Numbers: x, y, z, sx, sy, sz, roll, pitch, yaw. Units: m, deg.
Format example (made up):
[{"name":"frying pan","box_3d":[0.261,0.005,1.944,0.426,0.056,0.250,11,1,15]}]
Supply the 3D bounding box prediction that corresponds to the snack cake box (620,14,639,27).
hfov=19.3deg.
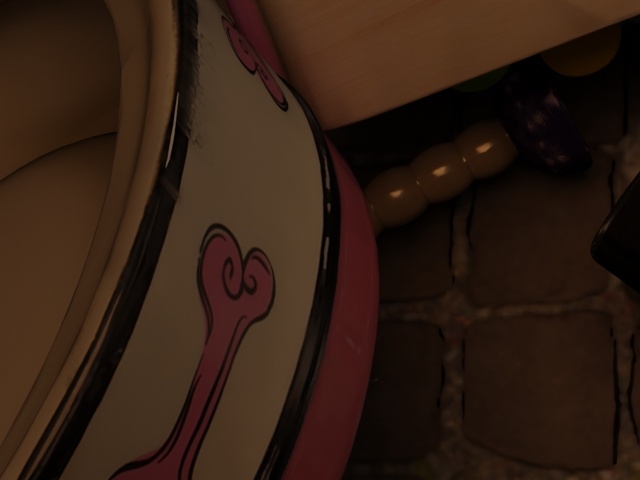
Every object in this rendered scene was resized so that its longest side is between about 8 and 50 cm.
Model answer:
[{"name":"snack cake box","box_3d":[0.132,-0.192,0.966,0.264,0.089,0.152,-11,68,11]}]

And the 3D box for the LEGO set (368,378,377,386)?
[{"name":"LEGO set","box_3d":[-0.017,0.220,0.811,0.255,0.192,0.331,-34,67,2]}]

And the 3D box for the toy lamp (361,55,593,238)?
[{"name":"toy lamp","box_3d":[0.000,0.000,0.942,0.275,0.080,0.080,-30,67,4]}]

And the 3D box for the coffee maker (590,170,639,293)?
[{"name":"coffee maker","box_3d":[0.214,0.031,0.853,0.178,0.120,0.171,41,86,23]}]

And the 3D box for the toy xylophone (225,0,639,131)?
[{"name":"toy xylophone","box_3d":[0.095,-0.178,0.850,0.323,0.081,0.236,-12,100,9]}]

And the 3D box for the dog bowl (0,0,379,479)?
[{"name":"dog bowl","box_3d":[-0.142,0.062,0.804,0.408,0.150,0.408,-33,40,32]}]
